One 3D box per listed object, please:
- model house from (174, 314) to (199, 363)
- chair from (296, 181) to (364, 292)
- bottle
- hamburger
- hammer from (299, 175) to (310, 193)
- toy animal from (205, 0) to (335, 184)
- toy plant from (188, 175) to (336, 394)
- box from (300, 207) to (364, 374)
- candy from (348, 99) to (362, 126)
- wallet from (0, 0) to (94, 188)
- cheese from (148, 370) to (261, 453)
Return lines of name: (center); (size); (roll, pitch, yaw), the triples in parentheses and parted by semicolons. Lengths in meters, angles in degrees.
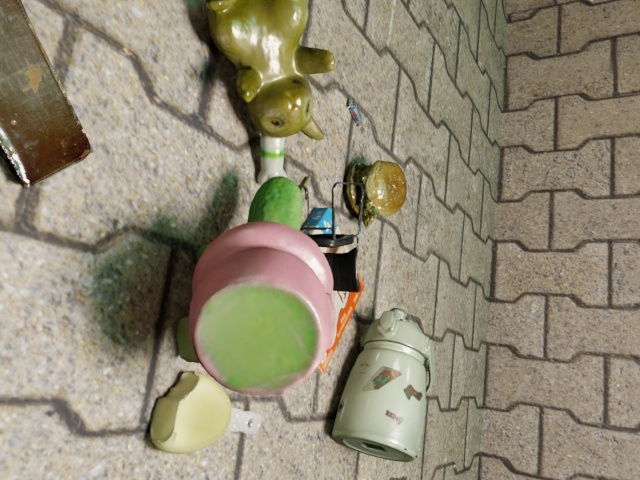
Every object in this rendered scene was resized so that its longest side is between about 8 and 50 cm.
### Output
model house: (-0.188, 0.153, 0.873); (0.083, 0.066, 0.079); (-7, 98, -59)
chair: (0.000, 0.000, 1.022); (0.145, 0.140, 0.221); (-11, 101, -62)
bottle: (0.171, 0.351, 1.328); (0.229, 0.229, 0.352); (53, 44, -44)
hamburger: (0.139, -0.118, 1.337); (0.159, 0.131, 0.185); (34, 66, -49)
hammer: (-0.065, -0.081, 1.117); (0.060, 0.028, 0.195); (56, 42, -33)
toy animal: (-0.073, -0.276, 0.945); (0.181, 0.180, 0.363); (-23, 109, -13)
toy plant: (-0.093, 0.088, 0.824); (0.356, 0.210, 0.317); (-116, -150, -66)
box: (-0.002, 0.109, 1.187); (0.273, 0.048, 0.265); (-59, 136, -38)
candy: (0.091, -0.325, 1.361); (0.083, 0.020, 0.030); (59, 43, -42)
wallet: (-0.365, -0.186, 0.624); (0.122, 0.031, 0.232); (-53, 135, -50)
cheese: (-0.178, 0.300, 0.907); (0.255, 0.050, 0.127); (36, 58, -54)
